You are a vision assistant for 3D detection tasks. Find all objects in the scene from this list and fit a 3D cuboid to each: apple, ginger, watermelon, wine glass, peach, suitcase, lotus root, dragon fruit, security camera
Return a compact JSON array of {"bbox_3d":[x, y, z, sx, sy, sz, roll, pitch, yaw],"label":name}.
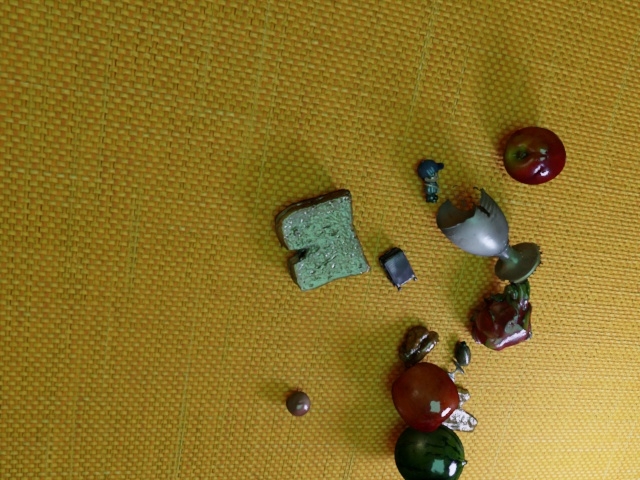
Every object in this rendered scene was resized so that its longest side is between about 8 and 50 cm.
[{"bbox_3d":[0.354,0.529,1.757,0.218,0.201,0.218,-27,150,-17],"label":"apple"},{"bbox_3d":[0.326,0.363,1.777,0.103,0.073,0.162,35,95,-20],"label":"ginger"},{"bbox_3d":[0.381,0.752,1.816,0.243,0.242,0.242,-4,107,-14],"label":"watermelon"},{"bbox_3d":[0.534,-0.017,1.662,0.357,0.190,0.190,40,93,-20],"label":"wine glass"},{"bbox_3d":[0.681,-0.264,1.639,0.198,0.197,0.197,-4,107,-14],"label":"peach"},{"bbox_3d":[0.250,0.089,1.684,0.086,0.059,0.126,-33,111,-6],"label":"suitcase"},{"bbox_3d":[0.506,0.403,1.848,0.049,0.054,0.099,-19,112,-31],"label":"lotus root"},{"bbox_3d":[0.615,0.251,1.780,0.200,0.198,0.268,2,104,30],"label":"dragon fruit"},{"bbox_3d":[-0.072,0.541,1.719,0.083,0.083,0.083,-4,107,-14],"label":"peach"},{"bbox_3d":[0.467,0.483,1.870,0.092,0.058,0.058,-42,112,13],"label":"security camera"}]

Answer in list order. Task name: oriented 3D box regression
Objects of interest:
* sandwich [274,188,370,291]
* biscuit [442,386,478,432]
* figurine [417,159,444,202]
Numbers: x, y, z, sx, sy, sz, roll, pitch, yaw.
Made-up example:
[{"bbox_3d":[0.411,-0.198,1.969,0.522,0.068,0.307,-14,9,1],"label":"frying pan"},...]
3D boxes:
[{"bbox_3d":[0.000,0.000,1.574,0.249,0.095,0.273,-19,111,-6],"label":"sandwich"},{"bbox_3d":[0.519,0.626,1.925,0.174,0.039,0.183,11,104,-16],"label":"biscuit"},{"bbox_3d":[0.339,-0.189,1.631,0.080,0.077,0.136,13,122,16],"label":"figurine"}]
